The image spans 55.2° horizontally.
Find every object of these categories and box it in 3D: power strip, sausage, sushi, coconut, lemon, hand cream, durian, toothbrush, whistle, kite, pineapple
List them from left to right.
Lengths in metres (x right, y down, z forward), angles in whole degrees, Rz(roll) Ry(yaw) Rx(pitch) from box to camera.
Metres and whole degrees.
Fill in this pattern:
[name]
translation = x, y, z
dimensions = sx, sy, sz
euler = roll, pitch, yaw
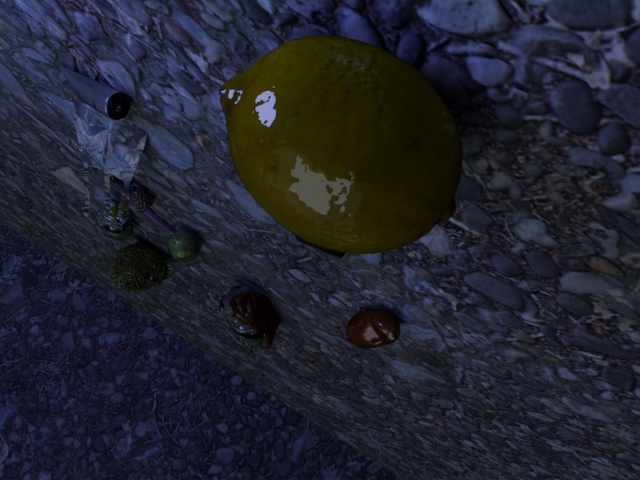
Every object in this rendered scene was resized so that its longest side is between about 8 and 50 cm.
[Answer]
[hand cream]
translation = -0.432, -0.279, 1.172
dimensions = 0.186, 0.054, 0.087
euler = 27, 154, 30
[kite]
translation = -0.476, -0.159, 1.339
dimensions = 0.169, 0.015, 0.310
euler = 27, 128, 0
[whistle]
translation = -0.597, -0.061, 1.784
dimensions = 0.105, 0.085, 0.227
euler = 23, 157, -2
[pineapple]
translation = -0.474, -0.128, 1.530
dimensions = 0.124, 0.058, 0.058
euler = 49, 153, -24
[durian]
translation = -0.582, 0.087, 1.985
dimensions = 0.198, 0.159, 0.146
euler = -7, 159, 7
[toothbrush]
translation = -0.430, -0.039, 1.694
dimensions = 0.286, 0.020, 0.025
euler = 45, 161, -28
[coconut]
translation = -0.362, 0.016, 1.620
dimensions = 0.087, 0.096, 0.088
euler = 14, 142, 12
[sushi]
translation = -0.208, 0.230, 1.820
dimensions = 0.129, 0.124, 0.332
euler = 9, 148, 24
[power strip]
translation = 0.000, 0.000, 1.194
dimensions = 0.111, 0.029, 0.038
euler = 22, 155, 25
[lemon]
translation = 0.026, -0.106, 0.688
dimensions = 0.263, 0.236, 0.236
euler = 55, 155, -4
[sausage]
translation = 0.120, 0.198, 1.386
dimensions = 0.089, 0.089, 0.179
euler = 40, 153, -18

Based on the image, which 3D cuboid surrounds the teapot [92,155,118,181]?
[teapot]
translation = -0.488, -0.183, 1.395
dimensions = 0.084, 0.080, 0.110
euler = 24, 156, 19
